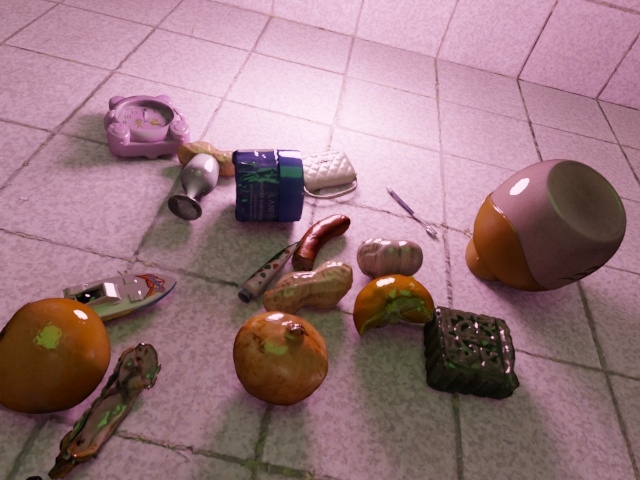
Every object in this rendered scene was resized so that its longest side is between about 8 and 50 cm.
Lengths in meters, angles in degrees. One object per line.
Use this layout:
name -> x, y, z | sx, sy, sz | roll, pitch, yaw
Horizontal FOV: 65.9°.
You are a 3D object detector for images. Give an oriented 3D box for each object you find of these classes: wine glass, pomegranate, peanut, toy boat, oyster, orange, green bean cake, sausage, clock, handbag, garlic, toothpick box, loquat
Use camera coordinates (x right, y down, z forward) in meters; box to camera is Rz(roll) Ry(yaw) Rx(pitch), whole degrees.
wine glass -> -0.426, -0.187, 1.689 | 0.127, 0.126, 0.241 | 14, 47, -1
pomegranate -> -0.100, 0.291, 1.238 | 0.249, 0.248, 0.248 | 8, 45, -8
peanut -> -0.395, -0.300, 1.820 | 0.264, 0.101, 0.117 | 15, 71, -1
toy boat -> -0.542, 0.148, 1.356 | 0.296, 0.088, 0.129 | -14, 52, -26
oyster -> -0.491, 0.376, 1.127 | 0.079, 0.128, 0.345 | 11, 46, 22
orange -> 0.205, 0.180, 1.435 | 0.238, 0.179, 0.158 | -14, 74, 5
peanut -> -0.031, 0.149, 1.474 | 0.299, 0.120, 0.136 | -15, 72, -23
green bean cake -> 0.434, 0.322, 1.427 | 0.255, 0.132, 0.241 | 13, 41, -2
sausage -> -0.004, -0.003, 1.657 | 0.103, 0.076, 0.302 | 35, 49, 8
clock -> -0.664, -0.445, 1.882 | 0.296, 0.113, 0.322 | -8, 49, -22
handbag -> 0.024, -0.249, 1.905 | 0.256, 0.079, 0.219 | -14, 55, -24
garlic -> 0.218, 0.096, 1.577 | 0.219, 0.218, 0.211 | 3, 85, -13
toothpick box -> 0.722, -0.037, 1.641 | 0.410, 0.425, 0.408 | 9, 61, -16
loquat -> -0.611, 0.254, 1.116 | 0.263, 0.263, 0.262 | 8, 45, -8

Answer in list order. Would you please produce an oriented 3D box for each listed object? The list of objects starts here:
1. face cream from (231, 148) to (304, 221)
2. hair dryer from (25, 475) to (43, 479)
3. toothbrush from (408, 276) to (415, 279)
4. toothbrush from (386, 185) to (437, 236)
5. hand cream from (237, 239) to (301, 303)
face cream -> -0.182, -0.183, 1.665 | 0.225, 0.248, 0.248 | -2, 47, -10
hair dryer -> -0.552, 0.553, 0.928 | 0.089, 0.197, 0.251 | -13, 30, -21
toothbrush -> 0.301, 0.135, 1.643 | 0.022, 0.026, 0.262 | 3, 43, -12
toothbrush -> 0.342, -0.114, 1.895 | 0.026, 0.024, 0.288 | -29, 59, -19
hand cream -> -0.154, 0.088, 1.529 | 0.059, 0.095, 0.276 | 52, 49, -12
